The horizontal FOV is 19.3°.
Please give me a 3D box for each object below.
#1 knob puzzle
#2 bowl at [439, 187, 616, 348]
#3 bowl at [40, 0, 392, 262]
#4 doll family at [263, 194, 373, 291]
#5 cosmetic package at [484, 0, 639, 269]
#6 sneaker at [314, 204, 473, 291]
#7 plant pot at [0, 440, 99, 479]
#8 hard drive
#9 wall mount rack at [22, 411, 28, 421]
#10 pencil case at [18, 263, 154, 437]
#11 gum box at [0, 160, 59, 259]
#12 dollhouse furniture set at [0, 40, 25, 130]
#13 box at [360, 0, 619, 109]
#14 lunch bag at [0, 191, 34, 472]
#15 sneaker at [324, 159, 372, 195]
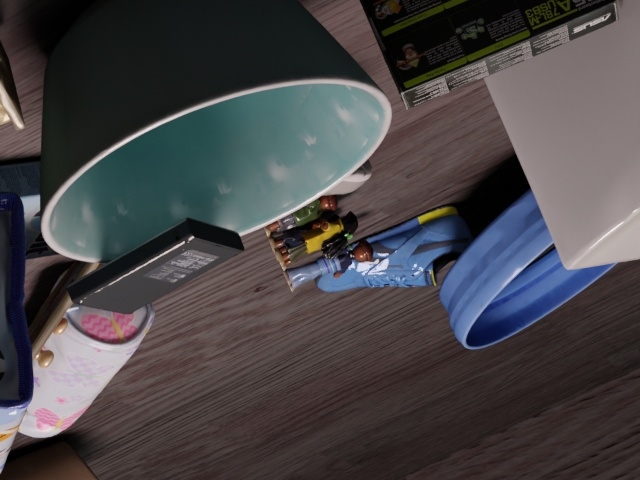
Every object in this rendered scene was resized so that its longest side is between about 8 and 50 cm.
[{"bbox_3d":[-0.259,0.073,1.888,0.213,0.030,0.213,-54,-170,14],"label":"knob puzzle"},{"bbox_3d":[0.316,-0.011,2.390,0.391,0.077,0.391,-34,164,-11],"label":"bowl"},{"bbox_3d":[-0.113,-0.122,1.604,0.311,0.163,0.311,-20,162,-7],"label":"bowl"},{"bbox_3d":[0.000,0.000,2.214,0.111,0.076,0.193,-25,166,-3],"label":"doll family"},{"bbox_3d":[0.387,-0.208,1.662,0.393,0.329,0.327,-8,158,-33],"label":"cosmetic package"},{"bbox_3d":[0.095,0.031,2.383,0.209,0.082,0.069,-23,163,9],"label":"sneaker"},{"bbox_3d":[-0.413,0.405,2.656,0.229,0.263,0.263,-37,165,-15],"label":"plant pot"},{"bbox_3d":[-0.147,0.025,1.682,0.135,0.022,0.094,-29,160,20],"label":"hard drive"},{"bbox_3d":[-0.491,0.303,2.124,0.304,0.350,0.130,1,-176,0],"label":"wall mount rack"},{"bbox_3d":[-0.294,0.126,2.165,0.124,0.113,0.273,19,145,-21],"label":"pencil case"},{"bbox_3d":[-0.268,-0.031,1.870,0.184,0.041,0.157,-9,158,-32],"label":"gum box"},{"bbox_3d":[-0.349,-0.140,1.461,0.182,0.101,0.161,-22,137,0],"label":"dollhouse furniture set"},{"bbox_3d":[0.122,-0.226,1.544,0.190,0.184,0.045,-24,162,3],"label":"box"},{"bbox_3d":[-0.466,0.091,1.671,0.385,0.239,0.328,-1,158,-15],"label":"lunch bag"},{"bbox_3d":[-0.085,-0.071,1.848,0.281,0.105,0.115,1,134,-26],"label":"sneaker"}]
